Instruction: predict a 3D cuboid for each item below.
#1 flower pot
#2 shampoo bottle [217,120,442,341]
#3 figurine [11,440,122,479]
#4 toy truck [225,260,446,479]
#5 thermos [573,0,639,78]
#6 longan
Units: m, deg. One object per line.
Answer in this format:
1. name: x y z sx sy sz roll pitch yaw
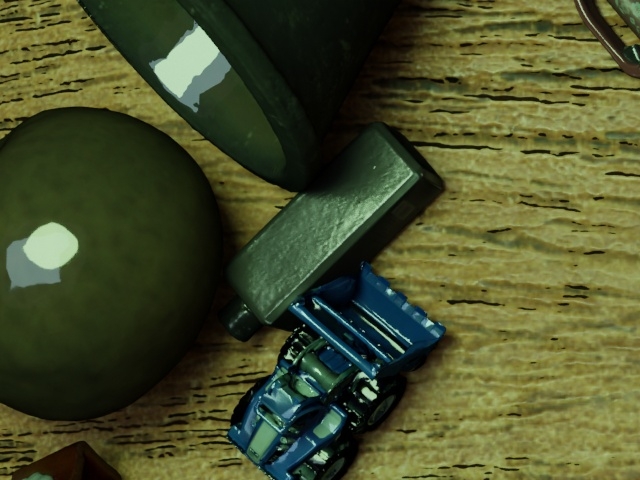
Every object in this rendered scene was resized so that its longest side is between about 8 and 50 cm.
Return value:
1. flower pot: -0.055 -0.252 1.559 0.251 0.379 0.379 -43 68 -12
2. shampoo bottle: 0.000 0.000 1.612 0.246 0.080 0.079 -44 68 10
3. figurine: -0.265 0.338 1.649 0.338 0.204 0.283 35 88 10
4. toy truck: 0.005 0.126 1.566 0.113 0.126 0.208 39 96 22
5. thermos: 0.285 -0.241 1.519 0.136 0.109 0.330 -40 71 11
6. longan: -0.229 0.016 1.595 0.297 0.297 0.297 -3 81 21
